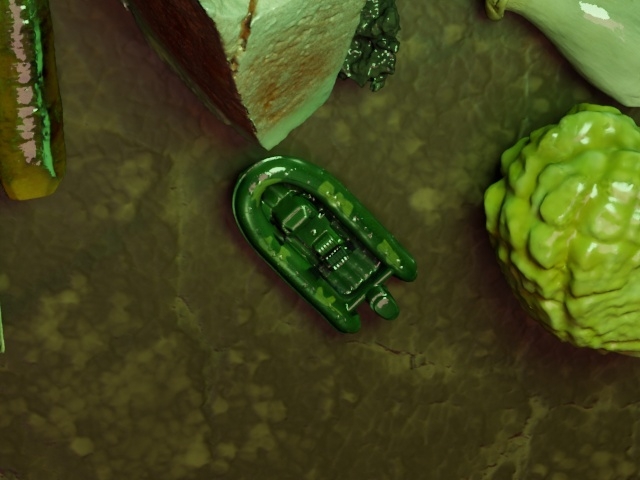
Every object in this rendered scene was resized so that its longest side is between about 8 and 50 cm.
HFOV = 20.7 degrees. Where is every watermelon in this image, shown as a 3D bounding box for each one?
[{"bbox_3d":[-0.088,-0.213,1.450,0.193,0.231,0.310,-31,103,-34],"label":"watermelon"}]

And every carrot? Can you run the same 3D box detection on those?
[{"bbox_3d":[-0.263,-0.162,1.504,0.070,0.070,0.260,-7,111,-9],"label":"carrot"}]

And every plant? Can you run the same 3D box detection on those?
[{"bbox_3d":[0.038,-0.219,1.544,0.087,0.085,0.174,-15,110,-32],"label":"plant"}]

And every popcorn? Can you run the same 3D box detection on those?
[{"bbox_3d":[0.280,0.006,1.635,0.286,0.174,0.225,22,121,-30],"label":"popcorn"}]

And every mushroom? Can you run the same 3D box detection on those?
[{"bbox_3d":[0.243,-0.200,1.587,0.212,0.088,0.097,27,136,-14],"label":"mushroom"}]

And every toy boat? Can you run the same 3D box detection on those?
[{"bbox_3d":[0.000,0.000,1.631,0.104,0.052,0.210,-41,114,8],"label":"toy boat"}]

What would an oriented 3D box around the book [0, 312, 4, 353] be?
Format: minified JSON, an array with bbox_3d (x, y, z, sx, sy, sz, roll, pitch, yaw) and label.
[{"bbox_3d":[-0.421,-0.066,1.518,0.262,0.028,0.374,-2,112,-2],"label":"book"}]
